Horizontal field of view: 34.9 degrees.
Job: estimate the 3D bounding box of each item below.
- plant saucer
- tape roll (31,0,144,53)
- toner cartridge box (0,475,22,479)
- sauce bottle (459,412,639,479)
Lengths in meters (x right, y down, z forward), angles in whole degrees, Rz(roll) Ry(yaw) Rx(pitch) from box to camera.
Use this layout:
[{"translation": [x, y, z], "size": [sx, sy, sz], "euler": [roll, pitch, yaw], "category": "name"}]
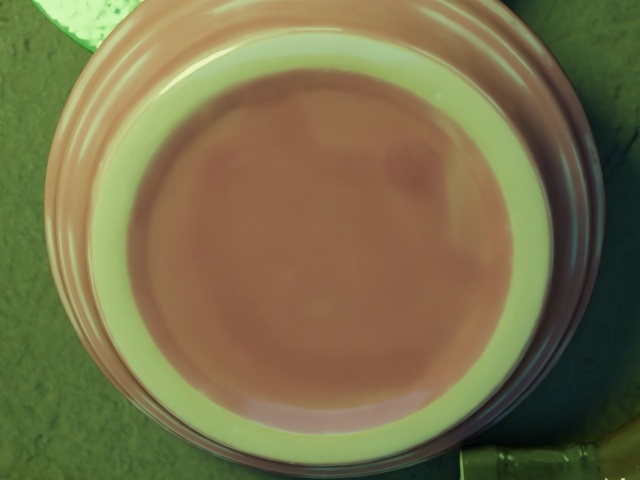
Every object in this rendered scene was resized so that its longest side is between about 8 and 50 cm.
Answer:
[{"translation": [0.000, 0.000, 0.583], "size": [0.332, 0.084, 0.332], "euler": [1, 108, 2], "category": "plant saucer"}, {"translation": [-0.052, -0.251, 0.634], "size": [0.321, 0.077, 0.321], "euler": [0, 92, 7], "category": "tape roll"}, {"translation": [-0.151, 0.255, 0.655], "size": [0.348, 0.075, 0.165], "euler": [11, 91, 6], "category": "toner cartridge box"}, {"translation": [0.255, 0.144, 0.591], "size": [0.344, 0.111, 0.111], "euler": [-3, 91, 8], "category": "sauce bottle"}]
